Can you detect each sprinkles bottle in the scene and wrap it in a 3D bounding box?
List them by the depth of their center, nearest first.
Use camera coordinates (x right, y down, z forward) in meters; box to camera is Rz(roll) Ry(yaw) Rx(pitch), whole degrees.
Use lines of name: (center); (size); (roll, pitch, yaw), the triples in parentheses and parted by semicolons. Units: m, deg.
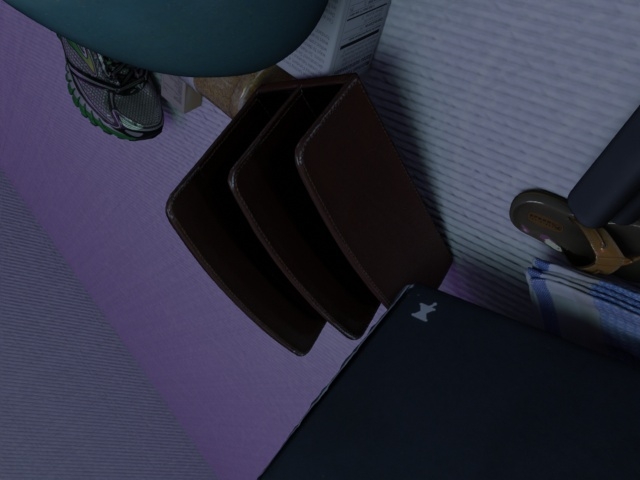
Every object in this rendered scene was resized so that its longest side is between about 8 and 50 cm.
sprinkles bottle: (-0.190, -0.294, 0.763); (0.355, 0.121, 0.121); (41, 143, 16)

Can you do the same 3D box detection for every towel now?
towel: (0.336, 0.139, 0.544); (0.285, 0.034, 0.209); (28, 151, 51)

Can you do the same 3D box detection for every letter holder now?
letter holder: (0.000, 0.000, 0.649); (0.151, 0.215, 0.302); (9, 145, 43)

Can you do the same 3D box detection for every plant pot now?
plant pot: (-0.092, -0.247, 0.446); (0.290, 0.290, 0.195); (27, 173, 31)

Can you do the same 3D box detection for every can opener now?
can opener: (0.287, -0.130, 0.440); (0.284, 0.075, 0.095); (109, 149, -50)

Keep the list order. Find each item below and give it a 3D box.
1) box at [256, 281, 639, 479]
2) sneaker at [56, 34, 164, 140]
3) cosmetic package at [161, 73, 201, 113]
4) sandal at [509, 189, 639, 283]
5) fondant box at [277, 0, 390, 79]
box: (0.260, 0.359, 0.583); (0.479, 0.297, 0.472); (21, 146, 39)
sneaker: (-0.364, -0.325, 0.919); (0.146, 0.134, 0.344); (-12, 110, 51)
cosmetic package: (-0.219, -0.267, 0.885); (0.060, 0.041, 0.115); (41, 143, 14)
sandal: (0.272, 0.002, 0.565); (0.180, 0.049, 0.072); (26, 137, 32)
fondant box: (-0.026, -0.352, 0.556); (0.238, 0.096, 0.330); (39, 141, 17)
